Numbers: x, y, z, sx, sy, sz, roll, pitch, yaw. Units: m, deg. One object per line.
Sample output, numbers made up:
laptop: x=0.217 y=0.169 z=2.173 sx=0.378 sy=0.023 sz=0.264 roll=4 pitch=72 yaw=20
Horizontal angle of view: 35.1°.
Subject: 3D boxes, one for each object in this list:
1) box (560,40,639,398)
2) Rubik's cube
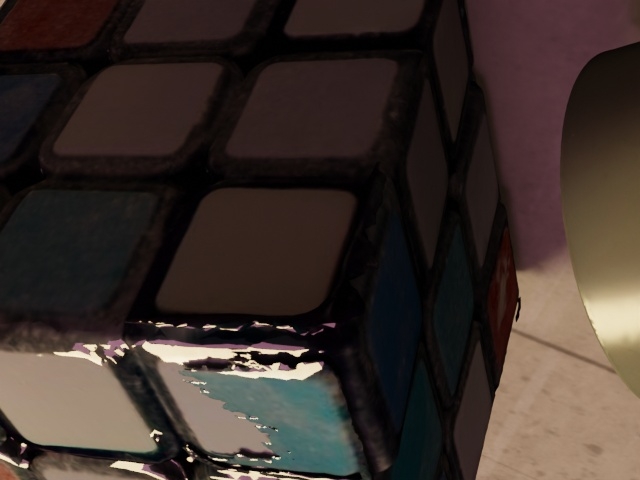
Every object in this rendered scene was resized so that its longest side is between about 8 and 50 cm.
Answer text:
box: x=0.258 y=-0.019 z=0.576 sx=0.149 sy=0.226 sz=0.226 roll=-12 pitch=130 yaw=40
Rubik's cube: x=-0.071 y=0.043 z=0.708 sx=0.363 sy=0.362 sz=0.358 roll=-1 pitch=138 yaw=21
